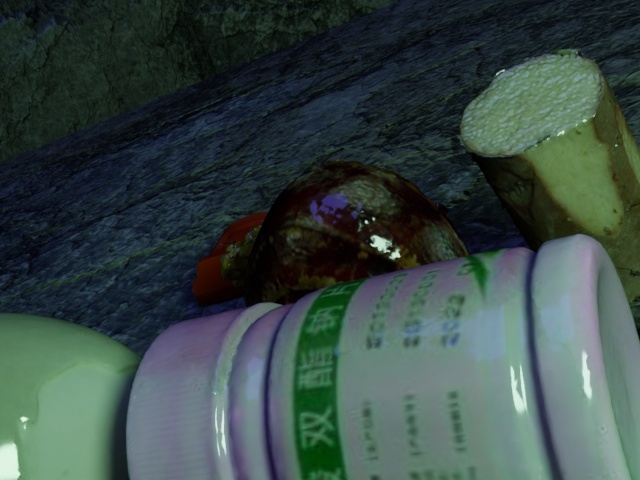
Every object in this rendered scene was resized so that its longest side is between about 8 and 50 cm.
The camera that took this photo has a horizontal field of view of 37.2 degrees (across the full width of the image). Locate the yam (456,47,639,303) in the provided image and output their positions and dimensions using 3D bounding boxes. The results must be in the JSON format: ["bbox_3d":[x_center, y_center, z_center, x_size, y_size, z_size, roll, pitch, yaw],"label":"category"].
[{"bbox_3d":[0.231,-0.043,0.860,0.129,0.238,0.128,-11,40,34],"label":"yam"}]

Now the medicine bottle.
[{"bbox_3d":[0.053,0.127,0.663,0.325,0.212,0.212,-12,24,25],"label":"medicine bottle"}]

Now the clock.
[{"bbox_3d":[-0.104,0.015,1.284,0.113,0.061,0.155,-17,21,18],"label":"clock"}]

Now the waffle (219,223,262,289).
[{"bbox_3d":[0.000,0.000,1.073,0.232,0.051,0.228,-22,-15,9],"label":"waffle"}]

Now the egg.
[{"bbox_3d":[-0.279,0.197,0.753,0.336,0.278,0.278,-26,22,-4],"label":"egg"}]

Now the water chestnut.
[{"bbox_3d":[0.044,0.028,0.891,0.224,0.223,0.238,-1,44,44],"label":"water chestnut"}]
